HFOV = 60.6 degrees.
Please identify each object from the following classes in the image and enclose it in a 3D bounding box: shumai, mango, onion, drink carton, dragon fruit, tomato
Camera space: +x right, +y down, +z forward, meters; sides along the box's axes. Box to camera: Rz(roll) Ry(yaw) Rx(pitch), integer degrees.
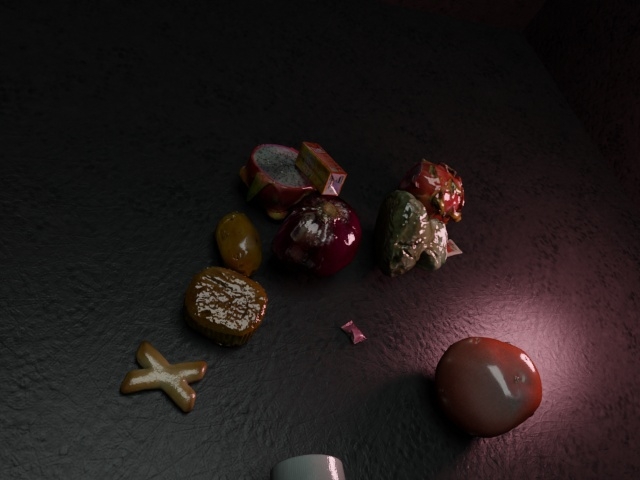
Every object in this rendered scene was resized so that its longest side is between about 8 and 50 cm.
[{"bbox_3d":[0.367,-0.026,2.076,0.289,0.329,0.291,8,29,-8],"label":"shumai"},{"bbox_3d":[-0.274,0.008,1.868,0.156,0.151,0.248,30,33,-47],"label":"mango"},{"bbox_3d":[0.000,0.000,1.914,0.260,0.281,0.336,40,38,4],"label":"onion"},{"bbox_3d":[-0.003,-0.254,1.927,0.071,0.096,0.223,2,34,-35],"label":"drink carton"},{"bbox_3d":[-0.161,-0.222,2.056,0.291,0.189,0.290,18,42,-17],"label":"dragon fruit"},{"bbox_3d":[0.477,-0.181,2.301,0.291,0.250,0.269,38,53,-17],"label":"dragon fruit"},{"bbox_3d":[0.560,0.476,1.822,0.342,0.273,0.341,3,77,-12],"label":"tomato"}]

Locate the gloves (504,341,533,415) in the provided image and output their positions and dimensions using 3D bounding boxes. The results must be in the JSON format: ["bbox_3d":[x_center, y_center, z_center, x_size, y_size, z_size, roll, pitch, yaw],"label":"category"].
[{"bbox_3d":[0.687,0.510,1.994,0.143,0.119,0.285,1,72,-26],"label":"gloves"}]

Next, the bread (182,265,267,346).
[{"bbox_3d":[-0.298,0.200,1.709,0.254,0.142,0.227,31,57,-6],"label":"bread"}]

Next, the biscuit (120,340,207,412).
[{"bbox_3d":[-0.442,0.387,1.566,0.208,0.047,0.164,22,49,-10],"label":"biscuit"}]

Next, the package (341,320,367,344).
[{"bbox_3d":[0.115,0.320,1.899,0.059,0.029,0.083,-19,58,-38],"label":"package"}]

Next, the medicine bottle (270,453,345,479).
[{"bbox_3d":[-0.022,0.733,1.397,0.245,0.245,0.306,10,44,-20],"label":"medicine bottle"}]

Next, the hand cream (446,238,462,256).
[{"bbox_3d":[0.500,0.046,2.276,0.234,0.050,0.080,-16,62,-40],"label":"hand cream"}]
